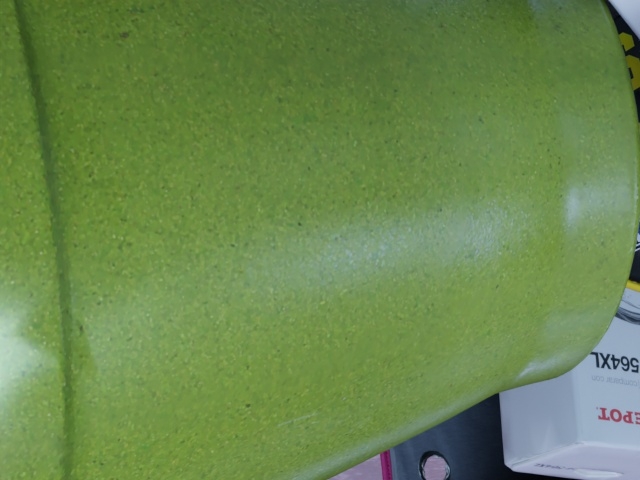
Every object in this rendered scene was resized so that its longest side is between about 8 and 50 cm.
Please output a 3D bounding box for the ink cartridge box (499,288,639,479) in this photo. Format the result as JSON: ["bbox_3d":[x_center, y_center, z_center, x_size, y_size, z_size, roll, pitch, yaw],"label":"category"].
[{"bbox_3d":[0.203,0.063,1.191,0.148,0.203,0.086,10,156,-34],"label":"ink cartridge box"}]

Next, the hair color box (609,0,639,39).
[{"bbox_3d":[0.161,-0.190,0.627,0.185,0.110,0.339,-13,160,24],"label":"hair color box"}]

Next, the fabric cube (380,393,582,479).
[{"bbox_3d":[0.229,0.174,1.437,0.258,0.254,0.259,10,156,-36],"label":"fabric cube"}]

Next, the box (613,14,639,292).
[{"bbox_3d":[0.273,-0.076,0.930,0.322,0.079,0.257,-32,146,34],"label":"box"}]

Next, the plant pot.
[{"bbox_3d":[-0.062,-0.027,0.763,0.353,0.367,0.366,-8,163,-23],"label":"plant pot"}]
